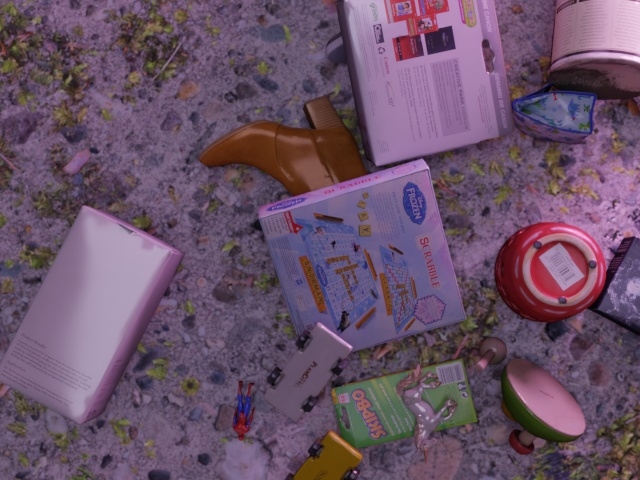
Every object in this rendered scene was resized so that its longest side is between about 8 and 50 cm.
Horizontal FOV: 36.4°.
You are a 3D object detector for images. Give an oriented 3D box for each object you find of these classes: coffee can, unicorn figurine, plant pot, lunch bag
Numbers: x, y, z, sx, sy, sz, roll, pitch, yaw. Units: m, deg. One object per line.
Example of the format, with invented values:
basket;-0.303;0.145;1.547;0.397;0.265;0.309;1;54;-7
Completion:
coffee can;0.530;-0.422;1.787;0.202;0.201;0.275;7;79;4
unicorn figurine;0.200;0.322;1.823;0.111;0.060;0.162;-36;69;1
plant pot;0.423;0.059;1.798;0.191;0.174;0.191;0;88;5
lunch bag;0.430;-0.238;1.836;0.151;0.129;0.096;5;86;5

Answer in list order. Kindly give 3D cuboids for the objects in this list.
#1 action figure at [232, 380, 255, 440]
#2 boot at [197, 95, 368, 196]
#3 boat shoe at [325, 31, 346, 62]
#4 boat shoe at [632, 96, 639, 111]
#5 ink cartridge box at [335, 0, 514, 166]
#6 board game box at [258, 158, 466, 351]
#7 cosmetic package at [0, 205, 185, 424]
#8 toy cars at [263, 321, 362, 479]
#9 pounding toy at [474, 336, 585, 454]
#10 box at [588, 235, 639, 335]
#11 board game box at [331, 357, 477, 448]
action figure;-0.148;0.331;1.884;0.038;0.030;0.115;7;92;9
boot;-0.066;-0.133;1.871;0.295;0.104;0.211;-23;85;-3
boat shoe;0.105;-0.427;1.897;0.228;0.080;0.076;-29;65;5
boat shoe;0.729;-0.353;1.836;0.320;0.118;0.103;-32;81;11
ink cartridge box;0.194;-0.320;1.812;0.272;0.130;0.309;-12;102;-3
board game box;0.081;0.044;1.807;0.318;0.066;0.318;-16;112;2
cosmetic package;-0.432;0.138;1.849;0.197;0.155;0.365;29;88;4
toy cars;-0.007;0.337;1.822;0.176;0.087;0.393;-3;100;14
pounding toy;0.364;0.305;1.805;0.237;0.183;0.110;40;115;5
box;0.612;0.097;1.824;0.156;0.093;0.158;28;90;4
board game box;0.159;0.314;1.865;0.259;0.039;0.124;-13;85;0
